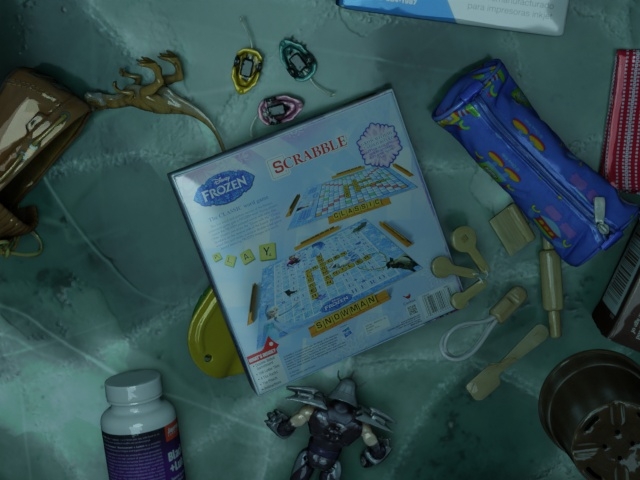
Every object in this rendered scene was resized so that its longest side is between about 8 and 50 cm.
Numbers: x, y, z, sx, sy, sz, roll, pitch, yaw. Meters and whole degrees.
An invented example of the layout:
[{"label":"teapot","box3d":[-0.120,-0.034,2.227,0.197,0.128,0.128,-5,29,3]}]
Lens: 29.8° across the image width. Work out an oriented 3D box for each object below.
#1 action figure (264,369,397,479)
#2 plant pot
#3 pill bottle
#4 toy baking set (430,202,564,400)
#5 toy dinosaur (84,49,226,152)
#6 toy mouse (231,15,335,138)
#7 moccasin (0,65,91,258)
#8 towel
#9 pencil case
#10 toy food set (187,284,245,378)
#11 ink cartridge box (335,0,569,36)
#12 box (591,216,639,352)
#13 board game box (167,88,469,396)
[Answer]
[{"label":"action figure","box3d":[-0.002,0.313,1.706,0.185,0.099,0.285,20,98,5]},{"label":"plant pot","box3d":[0.392,0.253,1.639,0.167,0.165,0.167,0,103,2]},{"label":"pill bottle","box3d":[-0.252,0.286,1.699,0.108,0.108,0.193,-6,102,3]},{"label":"toy baking set","box3d":[0.245,0.080,1.640,0.196,0.030,0.256,-9,93,-17]},{"label":"toy dinosaur","box3d":[-0.211,-0.193,1.632,0.211,0.064,0.112,14,120,9]},{"label":"toy mouse","box3d":[-0.049,-0.212,1.627,0.143,0.031,0.161,9,102,1]},{"label":"moccasin","box3d":[-0.440,-0.046,1.633,0.147,0.139,0.380,34,92,4]},{"label":"towel","box3d":[0.524,-0.150,1.620,0.274,0.031,0.199,5,101,1]},{"label":"pencil case","box3d":[0.286,-0.099,1.585,0.119,0.133,0.306,-44,96,1]},{"label":"toy food set","box3d":[-0.107,0.086,1.669,0.128,0.071,0.218,36,85,-25]},{"label":"ink cartridge box","box3d":[0.184,-0.469,1.495,0.285,0.166,0.395,7,101,-1]},{"label":"box","box3d":[0.584,0.104,1.616,0.381,0.143,0.191,23,101,-1]},{"label":"board game box","box3d":[0.000,0.000,1.609,0.318,0.066,0.318,-22,100,-11]}]
